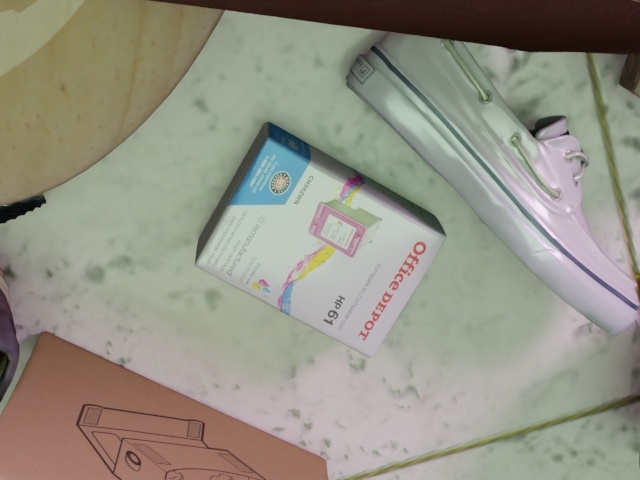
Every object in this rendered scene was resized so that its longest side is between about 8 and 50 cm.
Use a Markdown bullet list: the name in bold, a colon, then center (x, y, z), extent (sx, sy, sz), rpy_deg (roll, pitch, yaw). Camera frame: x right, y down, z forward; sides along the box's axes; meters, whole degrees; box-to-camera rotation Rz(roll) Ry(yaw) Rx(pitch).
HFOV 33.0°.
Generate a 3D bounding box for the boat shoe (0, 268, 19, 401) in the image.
- **boat shoe**: center (-0.269, 0.131, 0.605), extent (0.285, 0.092, 0.103), rpy_deg (-49, 132, 6)

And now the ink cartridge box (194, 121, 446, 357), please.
- **ink cartridge box**: center (0.000, 0.000, 0.641), extent (0.122, 0.052, 0.088), rpy_deg (28, 102, -12)

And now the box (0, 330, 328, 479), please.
- **box**: center (-0.084, 0.132, 0.613), extent (0.201, 0.164, 0.021), rpy_deg (27, 105, -11)

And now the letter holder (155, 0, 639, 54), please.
- **letter holder**: center (0.093, -0.159, 0.439), extent (0.302, 0.214, 0.152), rpy_deg (-4, 103, -45)

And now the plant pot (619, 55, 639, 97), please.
- **plant pot**: center (0.228, -0.107, 0.605), extent (0.096, 0.109, 0.109), rpy_deg (17, 104, 5)

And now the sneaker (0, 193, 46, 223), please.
- **sneaker**: center (-0.262, -0.025, 0.614), extent (0.209, 0.069, 0.082), rpy_deg (-20, 90, 3)

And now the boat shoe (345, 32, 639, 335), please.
- **boat shoe**: center (0.118, -0.040, 0.621), extent (0.226, 0.083, 0.076), rpy_deg (43, 100, -13)

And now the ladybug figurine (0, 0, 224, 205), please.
- **ladybug figurine**: center (-0.170, -0.230, 0.501), extent (0.305, 0.162, 0.449), rpy_deg (6, 103, -10)
